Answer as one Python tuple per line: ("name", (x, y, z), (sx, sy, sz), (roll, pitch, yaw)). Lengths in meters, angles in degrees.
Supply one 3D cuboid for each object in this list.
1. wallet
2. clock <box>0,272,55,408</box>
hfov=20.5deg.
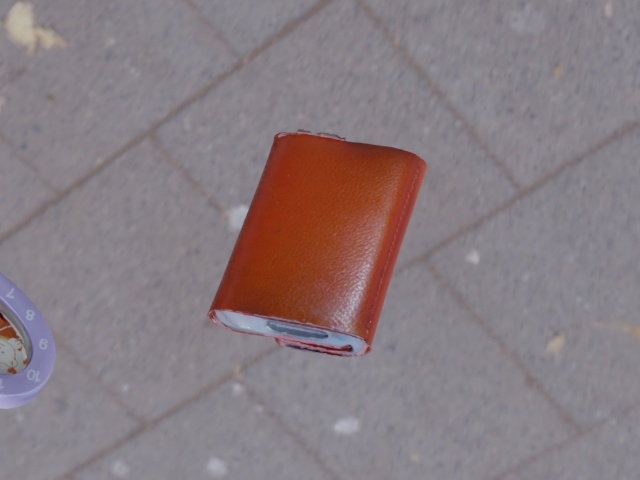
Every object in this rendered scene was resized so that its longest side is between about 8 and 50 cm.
("wallet", (0.000, 0.000, 1.518), (0.142, 0.204, 0.045), (10, 144, 13))
("clock", (-0.406, 0.111, 2.052), (0.198, 0.172, 0.064), (17, 138, -15))
